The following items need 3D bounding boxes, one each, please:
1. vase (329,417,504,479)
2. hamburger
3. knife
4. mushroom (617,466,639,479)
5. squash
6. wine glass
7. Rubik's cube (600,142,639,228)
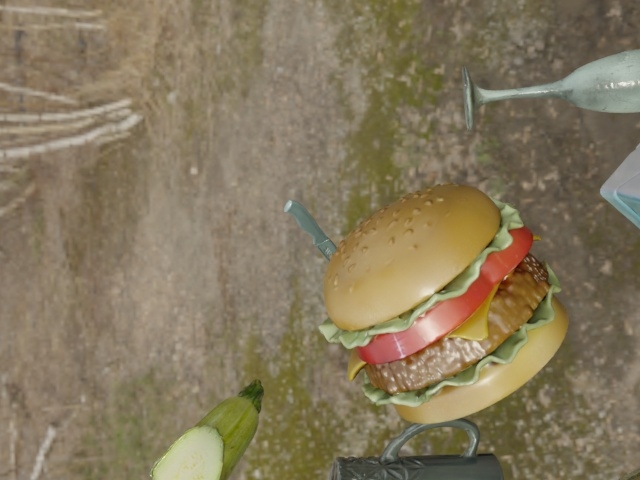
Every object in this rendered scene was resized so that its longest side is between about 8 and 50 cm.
[{"bbox_3d":[0.169,0.423,1.595,0.156,0.301,0.250,-174,90,-83],"label":"vase"},{"bbox_3d":[0.126,0.054,1.055,0.212,0.274,0.274,56,156,-12],"label":"hamburger"},{"bbox_3d":[0.000,-0.001,1.458,0.028,0.210,0.015,-46,45,-6],"label":"knife"},{"bbox_3d":[0.595,0.391,1.382,0.352,0.352,0.260,-51,50,51],"label":"mushroom"},{"bbox_3d":[-0.129,0.248,1.161,0.090,0.200,0.075,11,144,40],"label":"squash"},{"bbox_3d":[0.356,-0.248,1.292,0.264,0.310,0.096,61,-155,-71],"label":"wine glass"},{"bbox_3d":[0.635,-0.075,1.259,0.318,0.316,0.322,-49,6,5],"label":"Rubik's cube"}]
